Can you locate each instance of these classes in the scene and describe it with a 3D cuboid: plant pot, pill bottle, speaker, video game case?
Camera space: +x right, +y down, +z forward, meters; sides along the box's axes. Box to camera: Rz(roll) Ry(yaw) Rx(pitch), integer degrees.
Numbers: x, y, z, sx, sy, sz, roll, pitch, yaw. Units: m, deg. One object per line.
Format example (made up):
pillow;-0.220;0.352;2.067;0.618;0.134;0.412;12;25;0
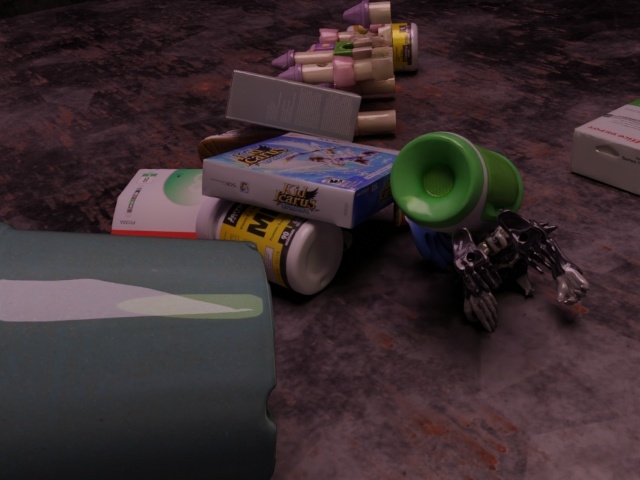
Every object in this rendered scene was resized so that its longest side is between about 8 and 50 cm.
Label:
plant pot;-0.223;0.132;0.800;0.334;0.341;0.341;-2;29;-12
pill bottle;-0.080;-0.003;1.183;0.208;0.119;0.119;18;37;34
pill bottle;0.133;-0.473;1.956;0.215;0.117;0.117;-2;30;7
speaker;0.196;-0.073;1.088;0.131;0.131;0.296;11;4;25
video game case;-0.006;-0.102;1.212;0.244;0.061;0.269;12;21;23

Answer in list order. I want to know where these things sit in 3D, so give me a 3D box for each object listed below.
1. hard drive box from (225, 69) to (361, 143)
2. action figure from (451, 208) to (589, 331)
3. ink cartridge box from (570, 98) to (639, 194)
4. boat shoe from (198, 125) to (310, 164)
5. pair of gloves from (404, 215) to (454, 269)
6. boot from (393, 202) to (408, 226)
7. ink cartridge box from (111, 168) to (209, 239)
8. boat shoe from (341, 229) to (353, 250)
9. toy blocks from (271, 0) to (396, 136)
hard drive box;-0.048;-0.251;1.472;0.232;0.089;0.181;12;11;-2
action figure;0.251;0.041;1.041;0.164;0.141;0.275;-26;-14;15
ink cartridge box;0.567;-0.170;1.403;0.208;0.087;0.153;-24;36;-31
boat shoe;-0.095;-0.179;1.505;0.277;0.098;0.096;8;33;23
pair of gloves;0.172;-0.054;1.211;0.023;0.159;0.198;-20;20;34
boot;0.166;-0.069;1.322;0.084;0.059;0.158;9;32;14
ink cartridge box;-0.258;-0.035;1.286;0.181;0.056;0.225;2;39;19
boat shoe;0.000;0.000;1.250;0.100;0.035;0.035;9;30;10
toy blocks;0.022;-0.400;1.658;0.260;0.309;0.288;-2;30;7
